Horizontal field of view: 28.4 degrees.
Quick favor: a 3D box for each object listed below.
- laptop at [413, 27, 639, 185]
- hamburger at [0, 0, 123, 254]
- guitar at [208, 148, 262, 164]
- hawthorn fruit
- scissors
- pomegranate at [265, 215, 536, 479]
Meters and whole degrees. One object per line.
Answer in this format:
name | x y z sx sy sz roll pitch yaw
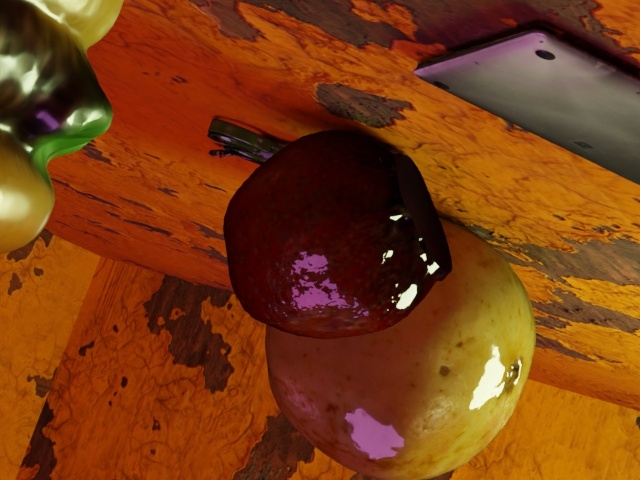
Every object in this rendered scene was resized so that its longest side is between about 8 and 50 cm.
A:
laptop | 0.218 -0.083 0.923 0.269 0.015 0.187 23 171 -20
hamburger | -0.314 -0.135 0.769 0.395 0.277 0.396 19 180 0
guitar | -0.050 -0.077 1.471 0.233 0.025 0.088 20 -158 41
hawthorn fruit | 0.000 0.000 1.272 0.215 0.215 0.249 26 151 -37
scissors | -0.026 -0.090 1.394 0.204 0.027 0.101 18 175 23
pomegranate | 0.086 0.112 1.509 0.342 0.342 0.342 19 172 3
